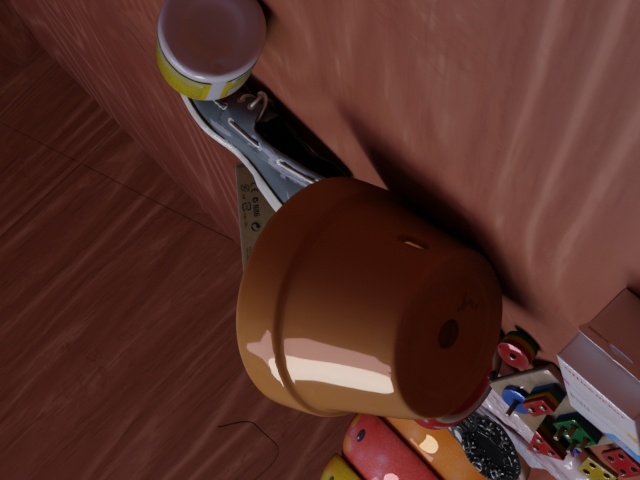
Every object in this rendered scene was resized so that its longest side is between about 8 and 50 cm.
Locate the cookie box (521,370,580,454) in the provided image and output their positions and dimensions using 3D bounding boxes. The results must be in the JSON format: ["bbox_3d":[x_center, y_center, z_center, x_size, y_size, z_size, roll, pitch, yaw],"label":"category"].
[{"bbox_3d":[0.315,0.236,1.734,0.107,0.040,0.092,48,171,-11],"label":"cookie box"}]

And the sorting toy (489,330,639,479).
[{"bbox_3d":[0.299,0.238,1.640,0.274,0.046,0.132,47,150,-9],"label":"sorting toy"}]

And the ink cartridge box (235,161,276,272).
[{"bbox_3d":[-0.073,0.007,2.058,0.193,0.088,0.235,63,-161,-69],"label":"ink cartridge box"}]

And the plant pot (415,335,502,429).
[{"bbox_3d":[0.140,0.156,1.728,0.174,0.191,0.191,33,166,42],"label":"plant pot"}]

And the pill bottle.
[{"bbox_3d":[-0.130,-0.225,1.454,0.119,0.119,0.208,47,172,-4],"label":"pill bottle"}]

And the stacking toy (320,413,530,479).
[{"bbox_3d":[0.116,0.454,2.314,0.350,0.480,0.350,45,172,8],"label":"stacking toy"}]

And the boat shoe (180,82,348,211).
[{"bbox_3d":[-0.077,-0.160,1.735,0.319,0.116,0.099,52,131,12],"label":"boat shoe"}]

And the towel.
[{"bbox_3d":[0.299,0.267,1.965,0.332,0.053,0.317,47,173,-11],"label":"towel"}]

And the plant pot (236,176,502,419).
[{"bbox_3d":[0.073,0.085,1.473,0.203,0.291,0.291,17,154,42],"label":"plant pot"}]

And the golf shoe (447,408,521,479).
[{"bbox_3d":[0.251,0.305,2.003,0.198,0.077,0.094,50,-173,21],"label":"golf shoe"}]

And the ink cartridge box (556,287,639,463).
[{"bbox_3d":[0.278,0.119,1.123,0.092,0.090,0.143,42,170,30],"label":"ink cartridge box"}]
